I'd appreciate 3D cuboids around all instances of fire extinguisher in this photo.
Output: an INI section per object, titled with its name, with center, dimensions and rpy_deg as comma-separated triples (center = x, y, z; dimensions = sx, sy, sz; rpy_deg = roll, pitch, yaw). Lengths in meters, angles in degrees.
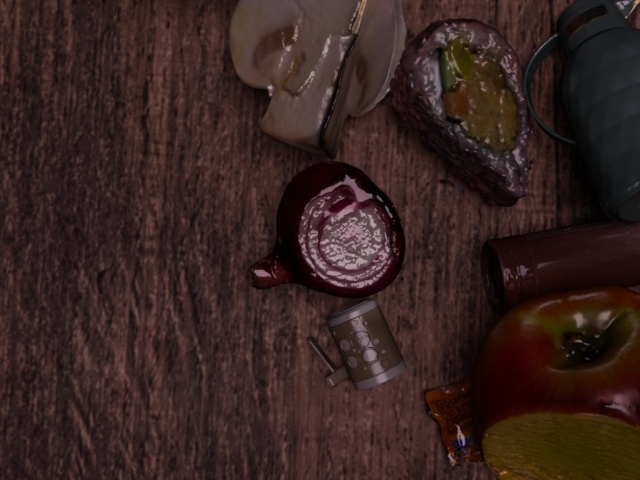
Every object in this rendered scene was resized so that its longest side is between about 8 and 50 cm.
[fire extinguisher]
center = 0.349, 0.022, 0.958
dimensions = 0.268, 0.105, 0.105
rpy_deg = -9, 88, -4

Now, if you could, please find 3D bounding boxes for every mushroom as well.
[mushroom]
center = -0.004, -0.235, 0.949
dimensions = 0.173, 0.162, 0.236
rpy_deg = 24, 101, 27

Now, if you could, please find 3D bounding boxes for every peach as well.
[peach]
center = 0.309, 0.188, 0.883
dimensions = 0.248, 0.275, 0.245
rpy_deg = 28, 51, 33

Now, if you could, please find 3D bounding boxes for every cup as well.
[cup]
center = 0.048, 0.133, 0.959
dimensions = 0.074, 0.102, 0.099
rpy_deg = -21, 87, -43

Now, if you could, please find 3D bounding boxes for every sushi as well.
[sushi]
center = 0.199, -0.171, 0.958
dimensions = 0.241, 0.107, 0.161
rpy_deg = 40, 76, -12

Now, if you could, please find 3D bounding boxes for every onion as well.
[onion]
center = 0.003, -0.002, 0.935
dimensions = 0.198, 0.135, 0.173
rpy_deg = -26, 92, 10

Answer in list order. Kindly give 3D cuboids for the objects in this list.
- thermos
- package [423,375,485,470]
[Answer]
[thermos]
center = 0.362, -0.169, 0.940
dimensions = 0.182, 0.145, 0.287
rpy_deg = -25, 61, 21
[package]
center = 0.180, 0.237, 0.972
dimensions = 0.077, 0.033, 0.111
rpy_deg = -14, 83, 5
